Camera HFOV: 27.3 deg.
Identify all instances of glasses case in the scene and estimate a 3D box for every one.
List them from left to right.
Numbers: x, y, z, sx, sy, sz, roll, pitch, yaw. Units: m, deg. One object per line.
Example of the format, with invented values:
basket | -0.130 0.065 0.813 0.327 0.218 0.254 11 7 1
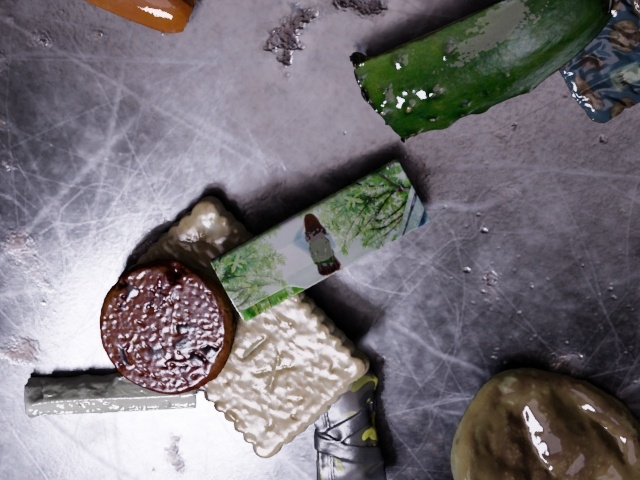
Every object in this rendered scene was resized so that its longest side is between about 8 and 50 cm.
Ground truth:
glasses case | 0.000 0.000 1.689 0.272 0.062 0.095 -29 91 0

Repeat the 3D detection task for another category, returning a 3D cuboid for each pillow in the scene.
pillow | 0.405 -0.275 1.619 0.255 0.034 0.189 -29 107 12

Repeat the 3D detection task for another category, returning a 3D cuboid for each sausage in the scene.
sausage | -0.249 -0.317 1.627 0.197 0.076 0.076 23 110 -3

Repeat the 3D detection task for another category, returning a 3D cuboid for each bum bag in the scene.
bum bag | 0.034 0.260 1.822 0.107 0.060 0.232 -3 110 7

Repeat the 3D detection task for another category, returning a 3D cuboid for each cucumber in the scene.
cucumber | 0.207 -0.228 1.594 0.325 0.105 0.145 -24 105 17

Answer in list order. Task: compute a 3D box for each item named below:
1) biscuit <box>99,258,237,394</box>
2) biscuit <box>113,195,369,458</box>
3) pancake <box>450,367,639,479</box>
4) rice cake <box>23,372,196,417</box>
biscuit | -0.201 0.114 1.740 0.192 0.049 0.192 5 108 15
biscuit | -0.109 0.118 1.767 0.325 0.044 0.217 45 105 -1
pancake | 0.314 0.313 1.772 0.294 0.049 0.294 2 83 -15
rice cake | -0.288 0.212 1.834 0.256 0.052 0.057 -4 79 5
